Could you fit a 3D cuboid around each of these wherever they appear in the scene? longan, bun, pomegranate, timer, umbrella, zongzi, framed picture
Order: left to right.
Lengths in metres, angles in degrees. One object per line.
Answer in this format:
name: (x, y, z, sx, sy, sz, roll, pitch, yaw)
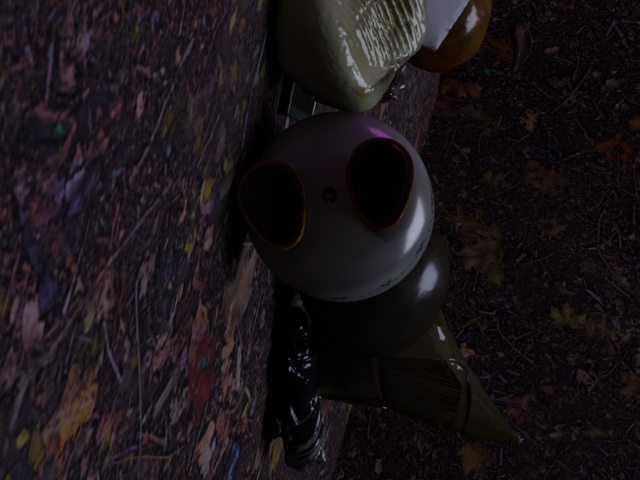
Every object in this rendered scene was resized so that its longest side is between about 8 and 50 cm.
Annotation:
umbrella: (-0.048, 0.253, 1.623, 0.113, 0.106, 0.358, -82, 170, -50)
framed picture: (-0.008, -0.289, 1.301, 0.197, 0.014, 0.252, -14, 116, -80)
timer: (0.026, -0.040, 1.165, 0.240, 0.233, 0.234, 40, 63, -77)
bun: (0.031, -0.271, 1.154, 0.229, 0.145, 0.230, -4, 96, -40)
longan: (0.082, 0.048, 1.534, 0.300, 0.243, 0.300, 26, -59, 55)
zongzi: (0.231, 0.126, 1.924, 0.218, 0.466, 0.500, -25, 127, -73)
pomegranate: (0.259, -0.490, 2.038, 0.248, 0.248, 0.248, 13, 90, -81)

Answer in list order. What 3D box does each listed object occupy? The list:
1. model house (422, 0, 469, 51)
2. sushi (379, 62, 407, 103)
model house: (0.100, -0.415, 1.425, 0.181, 0.176, 0.248, -58, -145, 6)
sushi: (0.094, -0.352, 1.558, 0.161, 0.107, 0.241, 46, 51, -81)
